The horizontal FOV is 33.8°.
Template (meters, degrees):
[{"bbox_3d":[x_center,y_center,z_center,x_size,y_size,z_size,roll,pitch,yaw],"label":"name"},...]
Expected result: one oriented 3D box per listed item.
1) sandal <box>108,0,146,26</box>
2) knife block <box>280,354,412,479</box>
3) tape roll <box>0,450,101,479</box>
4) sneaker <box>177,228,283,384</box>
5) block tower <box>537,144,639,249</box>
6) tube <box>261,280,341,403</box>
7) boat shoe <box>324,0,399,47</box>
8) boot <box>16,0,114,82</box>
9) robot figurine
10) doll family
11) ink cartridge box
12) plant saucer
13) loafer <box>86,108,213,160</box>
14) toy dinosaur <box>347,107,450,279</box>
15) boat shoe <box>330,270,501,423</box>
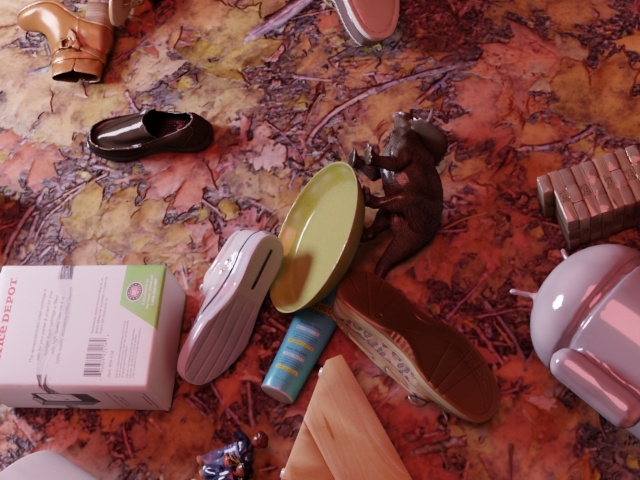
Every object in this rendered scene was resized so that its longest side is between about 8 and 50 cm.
[{"bbox_3d":[-0.311,-0.490,1.923,0.079,0.088,0.240,8,60,13],"label":"sandal"},{"bbox_3d":[0.076,0.320,1.434,0.242,0.088,0.276,18,57,6],"label":"knife block"},{"bbox_3d":[-0.356,0.425,1.397,0.169,0.246,0.246,25,72,22],"label":"tape roll"},{"bbox_3d":[-0.147,0.099,1.609,0.091,0.094,0.258,14,68,49],"label":"sneaker"},{"bbox_3d":[0.493,-0.090,1.546,0.335,0.091,0.097,-18,61,4],"label":"block tower"},{"bbox_3d":[-0.019,0.143,1.574,0.080,0.052,0.207,24,65,8],"label":"tube"},{"bbox_3d":[0.048,-0.458,1.821,0.116,0.097,0.324,2,61,-32],"label":"boat shoe"},{"bbox_3d":[-0.470,-0.355,1.901,0.197,0.073,0.152,-1,69,15],"label":"boot"},{"bbox_3d":[0.424,0.139,1.388,0.353,0.200,0.300,38,39,25],"label":"robot figurine"},{"bbox_3d":[-0.112,0.346,1.475,0.111,0.076,0.193,-31,65,18],"label":"doll family"},{"bbox_3d":[-0.359,0.147,1.605,0.273,0.115,0.198,-1,64,12],"label":"ink cartridge box"},{"bbox_3d":[0.000,0.000,1.570,0.037,0.241,0.241,24,64,-25],"label":"plant saucer"},{"bbox_3d":[-0.294,-0.191,1.775,0.220,0.078,0.080,-6,63,9],"label":"loafer"},{"bbox_3d":[0.130,-0.070,1.596,0.160,0.121,0.313,2,75,-19],"label":"toy dinosaur"},{"bbox_3d":[0.134,0.161,1.509,0.285,0.089,0.104,43,54,17],"label":"boat shoe"}]
